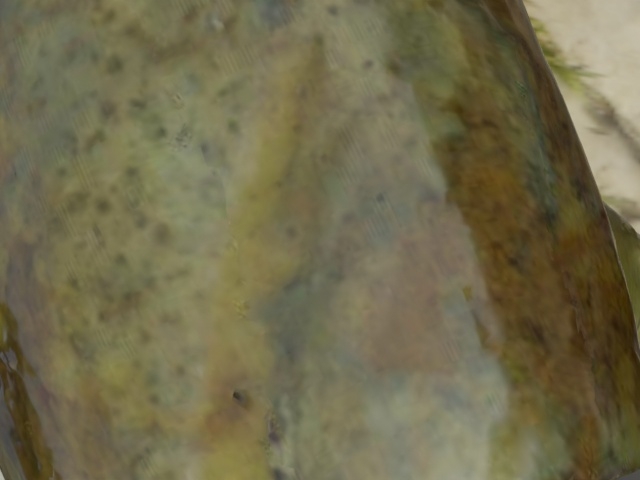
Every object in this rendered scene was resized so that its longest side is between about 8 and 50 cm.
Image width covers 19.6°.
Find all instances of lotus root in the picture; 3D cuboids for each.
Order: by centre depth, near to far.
[{"bbox_3d":[-0.029,-0.029,0.674,0.250,0.250,0.346,-27,74,35],"label":"lotus root"}]

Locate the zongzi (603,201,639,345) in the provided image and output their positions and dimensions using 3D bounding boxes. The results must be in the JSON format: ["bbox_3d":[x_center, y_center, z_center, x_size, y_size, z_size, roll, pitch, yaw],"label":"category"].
[{"bbox_3d":[0.067,0.093,1.223,0.160,0.323,0.361,3,64,52],"label":"zongzi"}]
